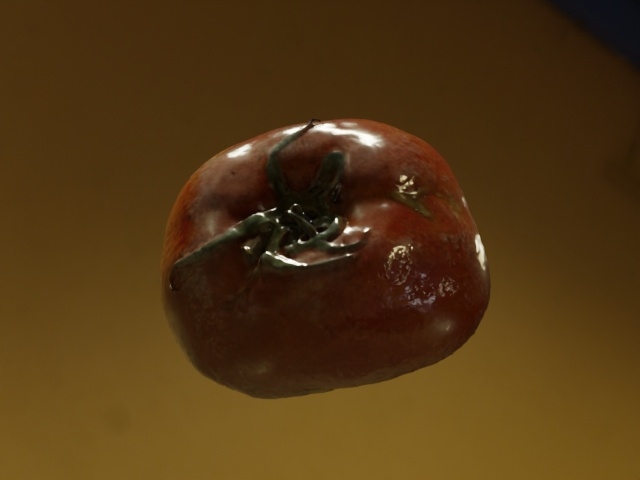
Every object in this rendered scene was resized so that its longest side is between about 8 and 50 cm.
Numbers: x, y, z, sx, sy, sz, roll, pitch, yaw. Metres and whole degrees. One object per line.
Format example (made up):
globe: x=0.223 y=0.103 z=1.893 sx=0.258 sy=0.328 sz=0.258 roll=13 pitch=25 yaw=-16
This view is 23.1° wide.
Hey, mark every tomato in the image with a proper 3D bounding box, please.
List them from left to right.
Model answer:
tomato: x=0.000 y=0.000 z=1.076 sx=0.237 sy=0.236 sz=0.095 roll=15 pitch=-35 yaw=22
